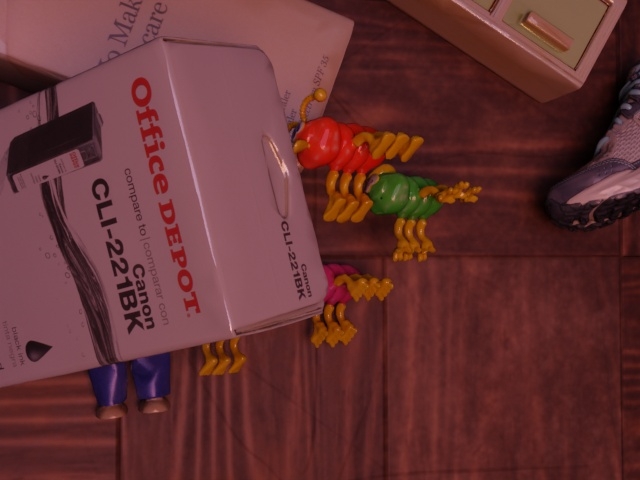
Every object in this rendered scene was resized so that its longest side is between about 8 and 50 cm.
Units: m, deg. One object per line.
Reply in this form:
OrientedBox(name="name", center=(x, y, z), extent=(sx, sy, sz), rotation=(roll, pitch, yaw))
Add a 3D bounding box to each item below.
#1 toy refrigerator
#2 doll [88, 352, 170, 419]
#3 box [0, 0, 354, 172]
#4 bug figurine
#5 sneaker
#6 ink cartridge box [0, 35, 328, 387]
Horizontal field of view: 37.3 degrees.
OrientedBox(name="toy refrigerator", center=(0.143, -0.249, 0.888), extent=(0.269, 0.094, 0.102), rotation=(32, 81, -10))
OrientedBox(name="doll", center=(-0.180, 0.058, 0.831), extent=(0.129, 0.046, 0.189), rotation=(-5, 89, -8))
OrientedBox(name="box", center=(-0.146, -0.169, 0.808), extent=(0.311, 0.121, 0.148), rotation=(19, 84, -11))
OrientedBox(name="bug figurine", center=(0.000, 0.000, 0.793), extent=(0.216, 0.279, 0.072), rotation=(8, 41, -46))
OrientedBox(name="sneaker", center=(0.323, -0.109, 0.933), extent=(0.283, 0.110, 0.122), rotation=(-29, 76, -14))
OrientedBox(name="ink cartridge box", center=(-0.152, -0.011, 0.692), extent=(0.272, 0.114, 0.197), rotation=(-15, 88, 32))
